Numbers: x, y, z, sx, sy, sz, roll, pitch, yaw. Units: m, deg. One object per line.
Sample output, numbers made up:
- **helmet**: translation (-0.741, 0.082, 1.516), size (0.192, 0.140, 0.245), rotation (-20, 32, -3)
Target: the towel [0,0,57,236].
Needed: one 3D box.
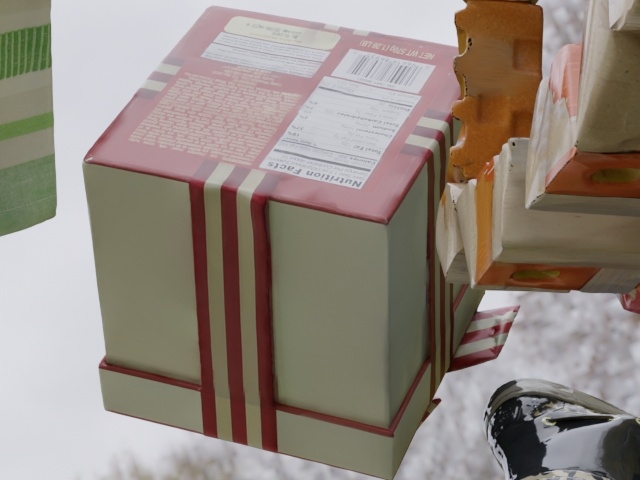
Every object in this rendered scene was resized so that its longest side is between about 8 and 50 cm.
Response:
- **towel**: translation (-0.261, -0.147, 1.370), size (0.038, 0.324, 0.248), rotation (10, 18, 27)

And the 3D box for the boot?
- **boot**: translation (0.221, 0.178, 1.283), size (0.236, 0.178, 0.085), rotation (16, -71, -1)

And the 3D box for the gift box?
- **gift box**: translation (0.000, 0.000, 1.392), size (0.276, 0.255, 0.258), rotation (-51, -31, -46)

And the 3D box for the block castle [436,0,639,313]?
- **block castle**: translation (0.193, -0.142, 0.885), size (0.213, 0.303, 0.453), rotation (4, -16, -6)
